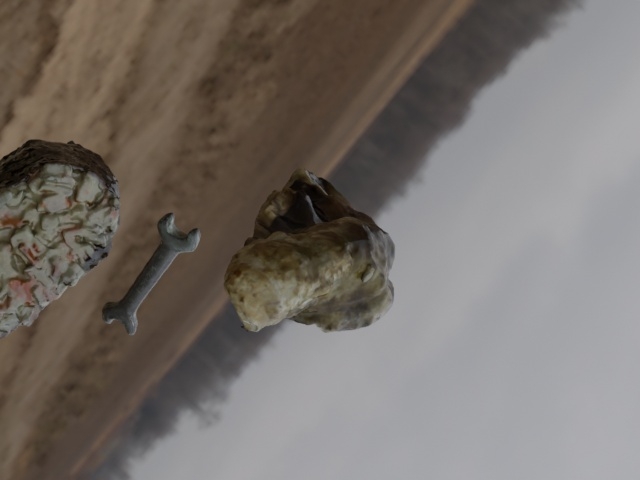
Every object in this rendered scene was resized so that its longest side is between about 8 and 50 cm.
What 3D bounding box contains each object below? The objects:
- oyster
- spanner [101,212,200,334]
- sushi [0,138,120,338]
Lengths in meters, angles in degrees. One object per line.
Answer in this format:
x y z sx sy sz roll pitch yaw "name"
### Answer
-0.003 -0.005 1.388 0.294 0.166 0.094 -88 -156 -59 "oyster"
-0.204 0.044 1.735 0.015 0.054 0.254 -53 -178 -40 "spanner"
-0.200 0.000 0.962 0.150 0.090 0.078 -38 -154 6 "sushi"
